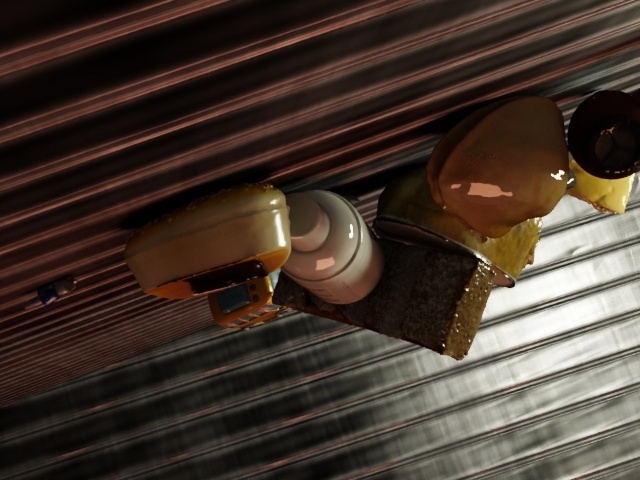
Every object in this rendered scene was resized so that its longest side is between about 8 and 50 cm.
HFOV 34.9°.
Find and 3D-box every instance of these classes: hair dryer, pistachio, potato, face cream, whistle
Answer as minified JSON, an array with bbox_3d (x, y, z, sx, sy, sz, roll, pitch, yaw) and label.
[{"bbox_3d":[0.505,-0.238,1.466,0.340,0.123,0.312,-42,-175,26],"label":"hair dryer"},{"bbox_3d":[0.253,-0.115,1.428,0.260,0.163,0.212,21,98,-57],"label":"pistachio"},{"bbox_3d":[0.232,-0.059,1.718,0.247,0.196,0.300,11,169,45],"label":"potato"},{"bbox_3d":[0.000,0.000,1.516,0.145,0.145,0.370,-22,165,6],"label":"face cream"},{"bbox_3d":[-0.382,0.077,1.442,0.083,0.029,0.033,-26,-154,5],"label":"whistle"}]

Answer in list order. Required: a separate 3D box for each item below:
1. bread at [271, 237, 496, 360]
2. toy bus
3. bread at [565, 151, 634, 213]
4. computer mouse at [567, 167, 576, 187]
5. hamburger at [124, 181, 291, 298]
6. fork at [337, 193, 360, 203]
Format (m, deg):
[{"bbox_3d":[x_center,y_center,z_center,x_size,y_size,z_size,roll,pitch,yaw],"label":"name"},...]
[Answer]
[{"bbox_3d":[0.097,0.080,1.744,0.417,0.165,0.113,12,172,45],"label":"bread"},{"bbox_3d":[-0.151,0.120,2.268,0.210,0.126,0.136,-25,165,33],"label":"toy bus"},{"bbox_3d":[0.621,-0.194,2.379,0.211,0.224,0.183,20,179,-1],"label":"bread"},{"bbox_3d":[0.444,-0.135,2.218,0.138,0.086,0.270,-9,177,-27],"label":"computer mouse"},{"bbox_3d":[-0.136,-0.001,1.250,0.210,0.116,0.173,-18,167,8],"label":"hamburger"},{"bbox_3d":[-0.025,-0.043,1.705,0.219,0.028,0.034,-21,-176,39],"label":"fork"}]
